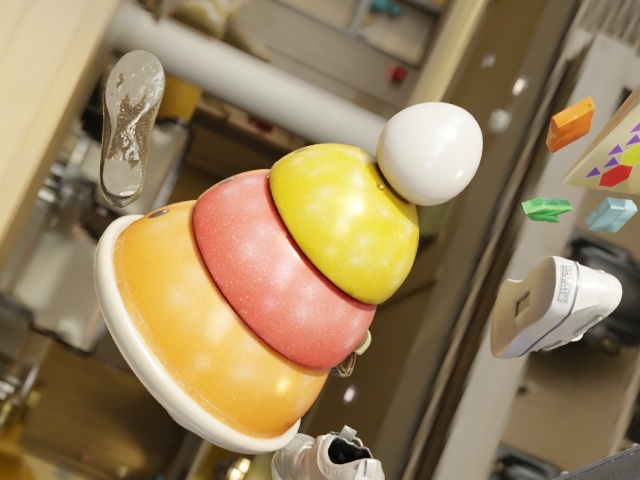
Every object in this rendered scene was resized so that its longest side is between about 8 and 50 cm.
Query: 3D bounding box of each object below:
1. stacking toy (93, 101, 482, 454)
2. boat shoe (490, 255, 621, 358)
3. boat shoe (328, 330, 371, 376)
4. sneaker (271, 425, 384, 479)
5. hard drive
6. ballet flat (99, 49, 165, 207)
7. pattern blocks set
[{"bbox_3d":[0.000,0.000,1.732,0.480,0.350,0.350,-38,-165,19],"label":"stacking toy"},{"bbox_3d":[0.250,0.082,1.566,0.258,0.084,0.095,134,-34,-77],"label":"boat shoe"},{"bbox_3d":[0.032,0.124,2.116,0.257,0.095,0.095,99,15,-62],"label":"boat shoe"},{"bbox_3d":[0.023,0.276,1.753,0.281,0.105,0.115,-155,-104,-67],"label":"sneaker"},{"bbox_3d":[0.333,0.280,1.657,0.172,0.054,0.255,-23,164,8],"label":"hard drive"},{"bbox_3d":[-0.266,-0.154,2.014,0.058,0.084,0.250,107,-13,-61],"label":"ballet flat"},{"bbox_3d":[0.366,-0.121,1.599,0.325,0.285,0.026,-44,-128,32],"label":"pattern blocks set"}]
